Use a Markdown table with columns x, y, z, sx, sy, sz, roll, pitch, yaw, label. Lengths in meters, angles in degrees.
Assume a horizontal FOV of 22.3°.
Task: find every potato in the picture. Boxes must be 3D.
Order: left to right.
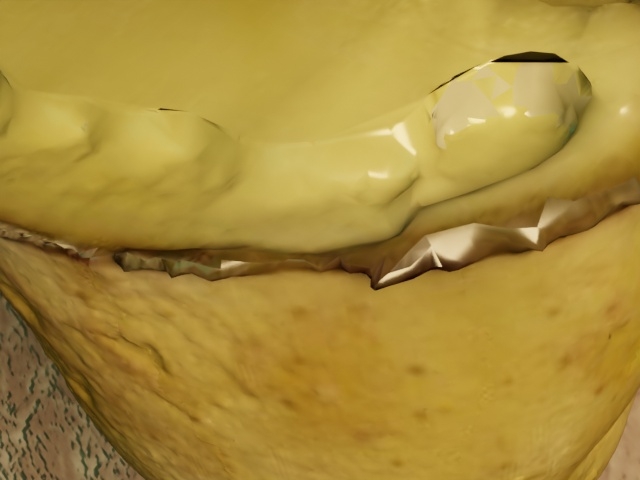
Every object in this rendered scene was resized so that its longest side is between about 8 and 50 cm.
| x | y | z | sx | sy | sz | roll | pitch | yaw | label |
| --- | --- | --- | --- | --- | --- | --- | --- | --- | --- |
| 0.000 | 0.000 | 0.553 | 0.285 | 0.242 | 0.242 | 11 | 108 | 24 | potato |
